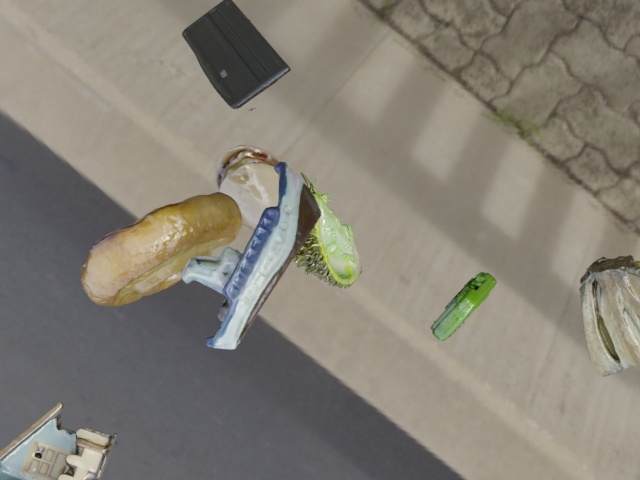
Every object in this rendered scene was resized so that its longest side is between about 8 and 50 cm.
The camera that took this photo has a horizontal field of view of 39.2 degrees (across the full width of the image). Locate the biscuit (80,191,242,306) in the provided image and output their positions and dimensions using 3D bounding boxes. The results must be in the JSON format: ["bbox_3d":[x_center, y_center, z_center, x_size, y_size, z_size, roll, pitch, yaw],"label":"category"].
[{"bbox_3d":[-0.254,0.022,1.397,0.274,0.213,0.091,-30,81,14],"label":"biscuit"}]

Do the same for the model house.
[{"bbox_3d":[-0.323,0.257,0.795,0.206,0.271,0.178,21,170,-6],"label":"model house"}]

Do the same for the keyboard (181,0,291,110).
[{"bbox_3d":[-0.106,-0.241,1.208,0.103,0.381,0.041,-36,124,2],"label":"keyboard"}]

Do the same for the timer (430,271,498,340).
[{"bbox_3d":[0.262,0.119,1.648,0.047,0.140,0.128,42,132,9],"label":"timer"}]

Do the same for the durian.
[{"bbox_3d":[0.000,0.000,1.351,0.086,0.100,0.215,13,145,42],"label":"durian"}]

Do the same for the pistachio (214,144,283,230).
[{"bbox_3d":[-0.112,-0.089,1.643,0.152,0.126,0.223,-18,147,4],"label":"pistachio"}]

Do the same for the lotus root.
[{"bbox_3d":[0.386,0.080,1.111,0.143,0.070,0.144,-20,106,31],"label":"lotus root"}]

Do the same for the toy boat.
[{"bbox_3d":[-0.098,0.016,1.191,0.115,0.262,0.114,33,169,0],"label":"toy boat"}]
